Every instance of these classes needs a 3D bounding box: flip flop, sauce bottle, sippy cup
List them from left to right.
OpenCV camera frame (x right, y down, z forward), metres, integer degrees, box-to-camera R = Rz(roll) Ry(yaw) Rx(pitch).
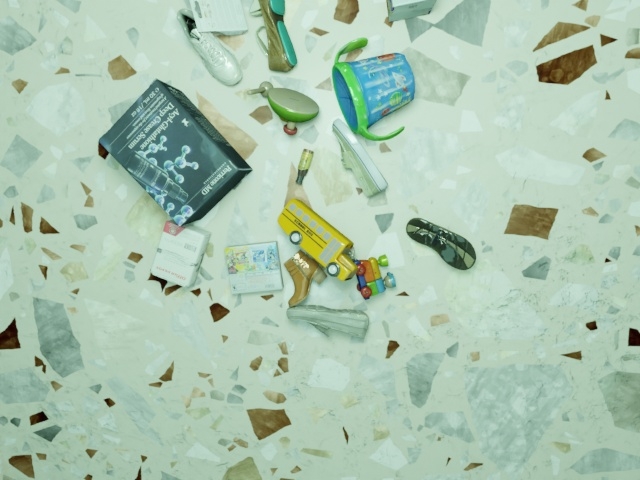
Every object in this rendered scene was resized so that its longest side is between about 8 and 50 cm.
[{"bbox_3d":[-0.061,-0.270,1.469,0.042,0.042,0.128,16,100,1],"label":"sauce bottle"},{"bbox_3d":[0.182,-0.503,1.330,0.224,0.240,0.305,-21,122,-2],"label":"sippy cup"},{"bbox_3d":[0.442,0.005,1.470,0.277,0.080,0.112,31,106,14],"label":"flip flop"}]

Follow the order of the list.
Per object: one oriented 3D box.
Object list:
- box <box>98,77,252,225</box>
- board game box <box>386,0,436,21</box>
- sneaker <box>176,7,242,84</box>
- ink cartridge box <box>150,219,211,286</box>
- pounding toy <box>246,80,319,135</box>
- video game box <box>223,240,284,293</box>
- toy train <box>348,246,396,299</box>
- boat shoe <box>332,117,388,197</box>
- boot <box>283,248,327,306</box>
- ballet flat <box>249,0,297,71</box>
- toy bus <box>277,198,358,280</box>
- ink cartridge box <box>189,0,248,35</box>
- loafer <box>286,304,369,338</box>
[{"bbox_3d":[-0.494,-0.298,1.412,0.293,0.212,0.395,-42,95,9],"label":"box"},{"bbox_3d":[0.275,-0.881,1.283,0.144,0.142,0.275,-8,100,6],"label":"board game box"},{"bbox_3d":[-0.389,-0.666,1.386,0.110,0.118,0.292,-39,97,8],"label":"sneaker"},{"bbox_3d":[-0.533,0.047,1.537,0.158,0.092,0.218,22,99,0],"label":"ink cartridge box"},{"bbox_3d":[-0.130,-0.450,1.397,0.237,0.183,0.110,23,127,0],"label":"pounding toy"},{"bbox_3d":[-0.255,0.104,1.549,0.205,0.048,0.187,-6,102,5],"label":"video game box"},{"bbox_3d":[0.186,0.083,1.490,0.143,0.105,0.248,-17,99,-3],"label":"toy train"},{"bbox_3d":[0.123,-0.288,1.422,0.094,0.109,0.302,-35,99,11],"label":"boat shoe"},{"bbox_3d":[-0.090,0.144,1.534,0.197,0.073,0.152,-45,95,-2],"label":"boot"},{"bbox_3d":[-0.174,-0.749,1.371,0.124,0.116,0.342,-6,104,25],"label":"ballet flat"},{"bbox_3d":[0.000,0.000,1.431,0.332,0.108,0.130,39,100,17],"label":"toy bus"},{"bbox_3d":[-0.349,-0.772,1.356,0.179,0.045,0.145,-19,100,-25],"label":"ink cartridge box"},{"bbox_3d":[0.025,0.313,1.533,0.319,0.112,0.111,8,92,2],"label":"loafer"}]
